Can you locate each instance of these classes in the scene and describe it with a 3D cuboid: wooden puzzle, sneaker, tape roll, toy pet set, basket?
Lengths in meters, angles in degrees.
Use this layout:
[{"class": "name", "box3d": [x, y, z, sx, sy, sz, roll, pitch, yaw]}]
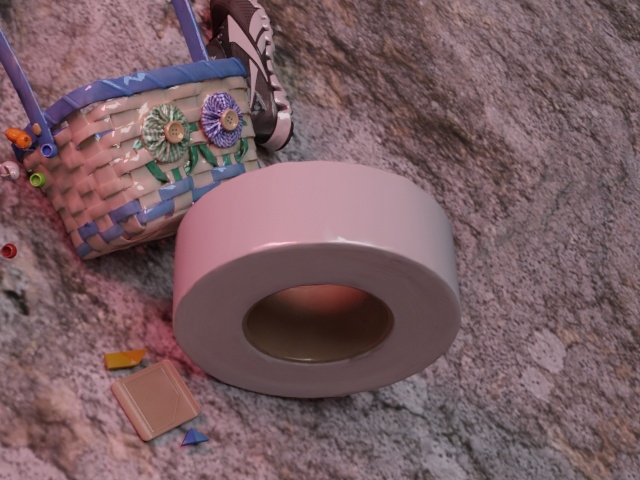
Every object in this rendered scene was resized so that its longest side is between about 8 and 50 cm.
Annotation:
[{"class": "wooden puzzle", "box3d": [-0.163, 0.156, 1.311, 0.078, 0.014, 0.116, -15, 69, -39]}, {"class": "sneaker", "box3d": [-0.107, -0.216, 1.587, 0.106, 0.078, 0.234, 4, 58, -38]}, {"class": "tape roll", "box3d": [-0.005, 0.046, 1.319, 0.286, 0.286, 0.100, 18, 49, -27]}, {"class": "toy pet set", "box3d": [-0.332, -0.055, 1.264, 0.114, 0.122, 0.065, 24, 8, 12]}, {"class": "basket", "box3d": [-0.195, -0.145, 1.374, 0.255, 0.201, 0.289, -22, 84, -44]}]

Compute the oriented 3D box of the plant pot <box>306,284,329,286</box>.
[{"class": "plant pot", "box3d": [0.000, 0.000, 1.494, 0.096, 0.109, 0.109, 35, 42, 8]}]
